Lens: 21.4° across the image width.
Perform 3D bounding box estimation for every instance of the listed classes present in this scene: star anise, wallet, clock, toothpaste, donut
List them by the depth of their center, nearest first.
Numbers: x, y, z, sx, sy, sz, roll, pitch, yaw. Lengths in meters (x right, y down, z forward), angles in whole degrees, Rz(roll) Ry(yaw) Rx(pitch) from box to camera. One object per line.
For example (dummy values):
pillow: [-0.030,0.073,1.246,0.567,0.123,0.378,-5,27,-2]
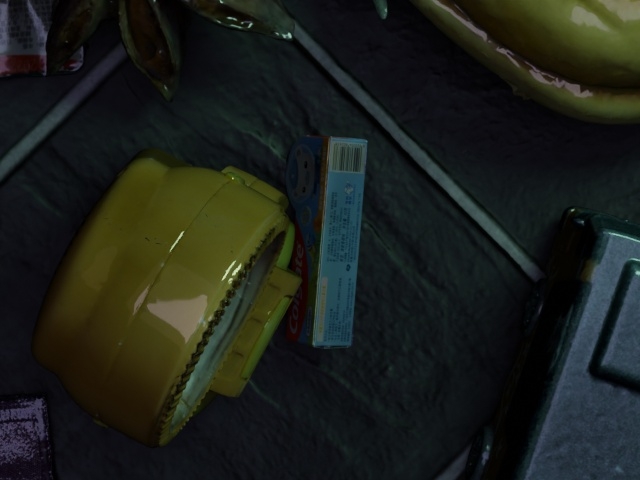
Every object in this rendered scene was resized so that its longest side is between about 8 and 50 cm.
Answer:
clock: [-0.134,0.044,1.432,0.200,0.317,0.244,26,92,2]
star anise: [-0.160,-0.268,1.455,0.332,0.117,0.331,3,132,3]
donut: [0.254,-0.322,1.494,0.449,0.198,0.449,0,92,-3]
wallet: [-0.329,0.201,1.566,0.166,0.030,0.111,-5,93,-4]
toothpaste: [0.000,0.000,1.571,0.044,0.070,0.193,3,94,-33]

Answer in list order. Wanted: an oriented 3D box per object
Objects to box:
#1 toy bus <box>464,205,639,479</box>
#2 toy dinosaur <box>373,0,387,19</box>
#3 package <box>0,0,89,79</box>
toy bus: [0.249,0.142,1.521,0.162,0.194,0.323,19,92,-4]
toy dinosaur: [-0.065,-0.352,1.520,0.205,0.092,0.393,-37,95,5]
package: [-0.301,-0.261,1.541,0.166,0.040,0.232,-6,100,-9]
